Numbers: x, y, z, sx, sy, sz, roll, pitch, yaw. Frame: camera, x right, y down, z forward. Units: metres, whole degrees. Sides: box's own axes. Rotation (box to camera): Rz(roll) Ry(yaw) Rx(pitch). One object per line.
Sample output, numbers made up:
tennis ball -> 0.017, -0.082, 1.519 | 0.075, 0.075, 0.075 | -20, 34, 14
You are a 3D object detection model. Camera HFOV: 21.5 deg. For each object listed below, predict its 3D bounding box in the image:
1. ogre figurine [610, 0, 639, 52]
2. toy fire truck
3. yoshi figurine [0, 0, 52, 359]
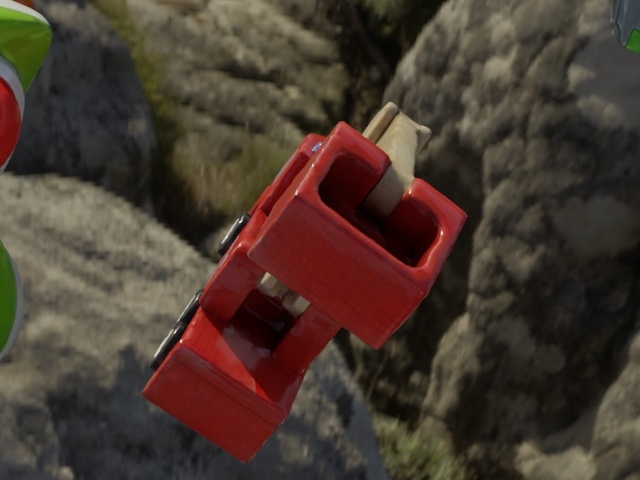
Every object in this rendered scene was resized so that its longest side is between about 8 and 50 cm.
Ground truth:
ogre figurine -> 0.132, -0.033, 0.314 | 0.118, 0.097, 0.197 | -19, 64, -37
toy fire truck -> 0.000, 0.000, 0.558 | 0.047, 0.135, 0.192 | 35, 29, -5
yoshi figurine -> -0.246, -0.006, 0.885 | 0.203, 0.203, 0.362 | 1, 49, -10
